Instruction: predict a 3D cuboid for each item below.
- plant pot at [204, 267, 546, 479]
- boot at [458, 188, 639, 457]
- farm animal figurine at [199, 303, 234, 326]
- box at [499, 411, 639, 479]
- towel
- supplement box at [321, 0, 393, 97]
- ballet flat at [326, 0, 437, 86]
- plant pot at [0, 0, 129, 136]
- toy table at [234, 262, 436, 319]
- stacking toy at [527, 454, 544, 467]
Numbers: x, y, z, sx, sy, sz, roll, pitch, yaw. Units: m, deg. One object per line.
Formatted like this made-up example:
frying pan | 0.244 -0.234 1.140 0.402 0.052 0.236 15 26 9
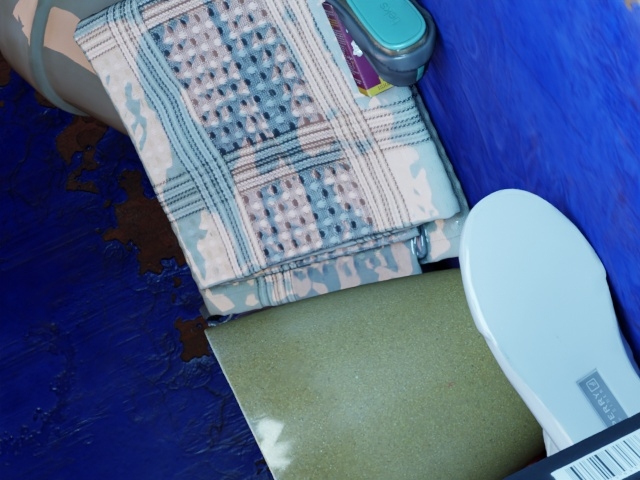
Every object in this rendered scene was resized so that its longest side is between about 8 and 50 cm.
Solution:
plant pot | 0.075 0.124 1.399 0.237 0.254 0.237 156 90 -86
boot | 0.162 0.094 1.209 0.258 0.095 0.123 63 169 7
farm animal figurine | -0.016 0.038 2.151 0.330 0.172 0.327 49 -155 1
box | 0.189 0.189 1.013 0.093 0.156 0.158 -125 11 -73
towel | -0.044 -0.090 1.605 0.056 0.312 0.324 -46 -64 -53
supplement box | 0.044 -0.165 1.472 0.083 0.055 0.043 65 175 -14
ballet flat | 0.030 -0.193 1.397 0.203 0.074 0.074 60 174 33
plant pot | -0.110 -0.204 1.798 0.280 0.323 0.323 43 167 26
toy table | 0.000 0.000 1.918 0.274 0.252 0.161 -26 -77 -62
stacking toy | 0.216 0.274 1.932 0.279 0.130 0.309 38 -171 -21
